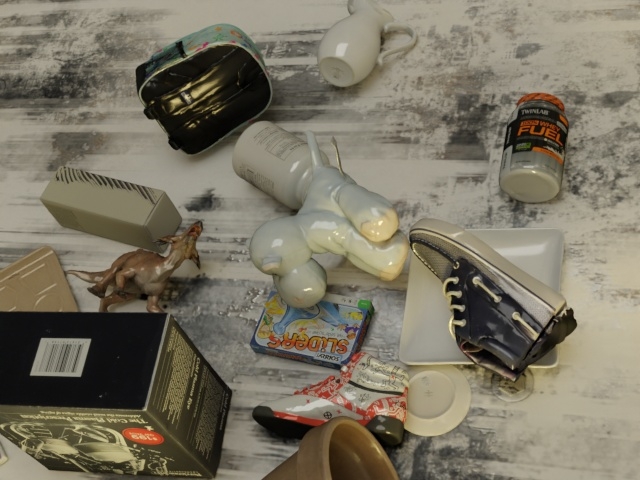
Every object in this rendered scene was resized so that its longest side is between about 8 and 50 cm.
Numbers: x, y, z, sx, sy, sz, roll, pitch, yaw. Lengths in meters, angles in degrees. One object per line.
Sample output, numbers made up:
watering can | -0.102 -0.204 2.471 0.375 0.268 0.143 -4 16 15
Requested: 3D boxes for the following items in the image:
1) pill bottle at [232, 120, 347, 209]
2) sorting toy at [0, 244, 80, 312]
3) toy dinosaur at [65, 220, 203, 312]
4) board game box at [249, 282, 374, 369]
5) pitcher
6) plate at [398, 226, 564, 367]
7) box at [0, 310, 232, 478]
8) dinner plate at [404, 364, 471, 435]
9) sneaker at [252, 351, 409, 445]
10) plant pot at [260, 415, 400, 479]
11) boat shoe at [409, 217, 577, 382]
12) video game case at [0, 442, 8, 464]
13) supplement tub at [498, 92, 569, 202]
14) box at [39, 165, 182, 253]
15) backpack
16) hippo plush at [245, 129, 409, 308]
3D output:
pill bottle | -0.055 -0.136 2.051 0.229 0.131 0.131 32 72 31
sorting toy | -0.601 0.135 2.115 0.193 0.038 0.208 -30 59 -3
toy dinosaur | -0.348 0.056 2.035 0.296 0.127 0.200 0 50 32
board game box | -0.016 0.160 1.907 0.201 0.035 0.136 9 61 23
pitcher | 0.098 -0.416 2.200 0.178 0.125 0.207 21 55 12
plate | 0.290 0.104 1.839 0.278 0.045 0.277 -1 59 17
box | -0.371 0.270 1.781 0.343 0.312 0.179 -1 59 18
dinner plate | 0.189 0.269 1.784 0.141 0.017 0.141 -8 55 12
sneaker | 0.023 0.269 1.792 0.270 0.090 0.145 2 58 19
plant pot | -0.012 0.440 1.620 0.229 0.263 0.263 -30 52 20
boat shoe | 0.250 0.097 1.749 0.340 0.127 0.158 33 67 32
video game case | -0.688 0.401 1.979 0.143 0.019 0.157 -35 54 -6
supplement tub | 0.403 -0.177 1.939 0.117 0.117 0.190 2 60 19
box | -0.435 -0.066 2.142 0.275 0.113 0.094 14 63 24
backpack | -0.234 -0.331 2.171 0.253 0.225 0.191 -27 37 13
hippo plush | 0.000 0.000 1.838 0.236 0.294 0.234 -36 24 -13
